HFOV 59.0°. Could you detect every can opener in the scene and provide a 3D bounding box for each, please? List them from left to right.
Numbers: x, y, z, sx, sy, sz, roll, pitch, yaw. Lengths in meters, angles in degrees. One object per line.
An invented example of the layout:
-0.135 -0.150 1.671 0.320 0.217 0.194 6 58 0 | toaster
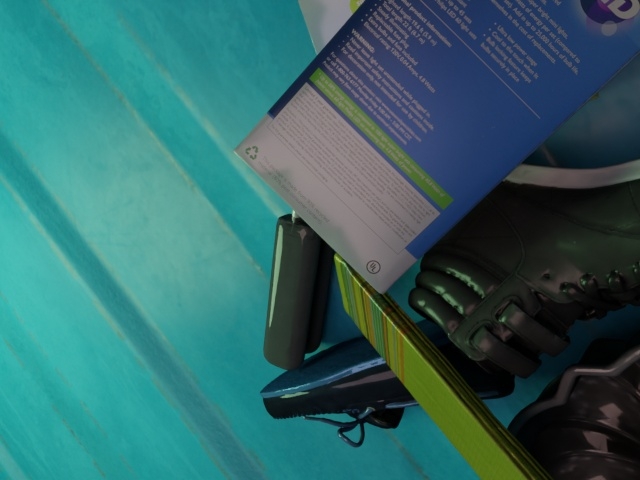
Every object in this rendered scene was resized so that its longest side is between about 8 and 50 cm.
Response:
0.000 0.000 0.536 0.093 0.074 0.280 22 115 22 | can opener

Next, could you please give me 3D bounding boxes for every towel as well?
0.087 0.108 0.413 0.237 0.021 0.102 50 166 32 | towel

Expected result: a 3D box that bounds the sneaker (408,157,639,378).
0.174 0.031 0.352 0.296 0.105 0.146 11 73 56 | sneaker

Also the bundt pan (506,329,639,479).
0.299 0.193 0.403 0.331 0.124 0.330 10 110 27 | bundt pan

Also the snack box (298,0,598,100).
0.080 -0.170 0.416 0.175 0.070 0.207 -19 97 14 | snack box

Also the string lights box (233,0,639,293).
0.085 -0.106 0.351 0.133 0.077 0.260 45 106 -1 | string lights box

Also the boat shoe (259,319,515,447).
0.053 0.144 0.536 0.258 0.109 0.089 -21 98 34 | boat shoe
